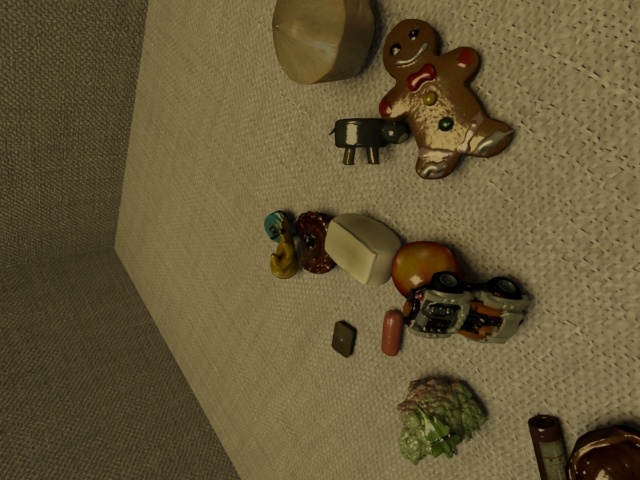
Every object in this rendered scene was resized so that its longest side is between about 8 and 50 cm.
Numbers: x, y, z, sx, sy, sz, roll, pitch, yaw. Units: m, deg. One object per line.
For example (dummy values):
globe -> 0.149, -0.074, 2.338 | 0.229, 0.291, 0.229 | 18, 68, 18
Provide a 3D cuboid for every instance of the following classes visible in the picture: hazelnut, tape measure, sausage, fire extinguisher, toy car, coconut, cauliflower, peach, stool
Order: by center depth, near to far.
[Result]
hazelnut -> 0.644, 0.496, 0.907 | 0.170, 0.160, 0.201 | 36, 124, 3
fire extinguisher -> 0.573, 0.569, 1.052 | 0.071, 0.099, 0.230 | 171, 87, -69
toy car -> 0.355, 0.183, 1.054 | 0.118, 0.302, 0.193 | -96, 14, -50
peach -> 0.289, 0.087, 1.166 | 0.197, 0.197, 0.197 | 14, 110, 43
coconut -> -0.009, -0.591, 1.184 | 0.329, 0.329, 0.328 | 14, 110, 43
cauliflower -> 0.340, 0.548, 1.228 | 0.239, 0.256, 0.315 | 15, 141, 39
stool -> 0.137, -0.293, 1.233 | 0.228, 0.153, 0.139 | 11, 108, 44
sausage -> 0.232, 0.300, 1.358 | 0.062, 0.062, 0.154 | 18, 112, 42
tape measure -> -0.159, -0.055, 1.653 | 0.125, 0.081, 0.146 | 55, 138, -3

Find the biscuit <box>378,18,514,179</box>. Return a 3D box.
biscuit -> 0.279, -0.376, 1.075 | 0.283, 0.064, 0.431 | -25, 82, 29

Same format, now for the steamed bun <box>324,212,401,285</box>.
steamed bun -> 0.142, 0.022, 1.303 | 0.242, 0.164, 0.146 | 40, 128, 38

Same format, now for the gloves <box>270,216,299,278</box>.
gloves -> -0.136, 0.025, 1.536 | 0.294, 0.116, 0.133 | 95, 159, -60

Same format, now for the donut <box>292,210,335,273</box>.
donut -> 0.000, 0.001, 1.495 | 0.216, 0.096, 0.230 | -19, 87, 46

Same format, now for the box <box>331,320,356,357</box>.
box -> 0.088, 0.363, 1.546 | 0.091, 0.031, 0.125 | 26, 118, 39
